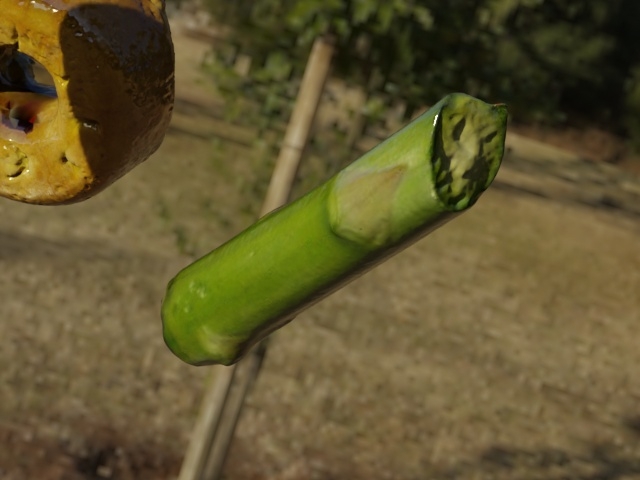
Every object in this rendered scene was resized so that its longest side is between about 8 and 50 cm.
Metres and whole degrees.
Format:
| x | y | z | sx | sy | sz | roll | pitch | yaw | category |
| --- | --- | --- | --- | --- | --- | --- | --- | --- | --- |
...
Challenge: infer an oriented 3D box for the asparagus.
| x | y | z | sx | sy | sz | roll | pitch | yaw | category |
| --- | --- | --- | --- | --- | --- | --- | --- | --- | --- |
| 0.002 | 0.001 | 1.007 | 0.060 | 0.067 | 0.277 | 48 | -39 | -9 | asparagus |

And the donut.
| x | y | z | sx | sy | sz | roll | pitch | yaw | category |
| --- | --- | --- | --- | --- | --- | --- | --- | --- | --- |
| -0.220 | -0.135 | 1.472 | 0.226 | 0.226 | 0.114 | 18 | 34 | 15 | donut |
